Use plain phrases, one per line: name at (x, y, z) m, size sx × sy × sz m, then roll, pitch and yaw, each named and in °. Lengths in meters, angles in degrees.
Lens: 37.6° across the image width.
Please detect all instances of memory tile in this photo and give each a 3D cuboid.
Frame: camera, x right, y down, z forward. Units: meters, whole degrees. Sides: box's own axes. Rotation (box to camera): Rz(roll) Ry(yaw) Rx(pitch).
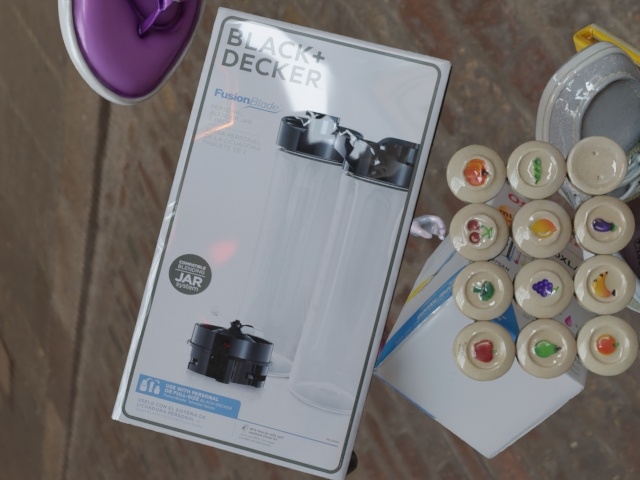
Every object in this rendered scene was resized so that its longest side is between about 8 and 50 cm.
memory tile at (0.136, 0.011, 0.578) m, size 0.012 × 0.113 × 0.148 m, roll 45°, pitch -137°, yaw -82°

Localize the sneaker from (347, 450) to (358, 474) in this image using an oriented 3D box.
sneaker at (0.010, 0.172, 0.979) m, size 0.170 × 0.089 × 0.051 m, roll 47°, pitch -171°, yaw -28°

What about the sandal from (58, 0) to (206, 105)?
sandal at (-0.143, -0.336, 0.964) m, size 0.102 × 0.169 × 0.416 m, roll -2°, pitch 63°, yaw 47°

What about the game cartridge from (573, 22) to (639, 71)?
game cartridge at (0.512, -0.145, 1.440) m, size 0.324 × 0.052 × 0.285 m, roll 61°, pitch 176°, yaw -40°

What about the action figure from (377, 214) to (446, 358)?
action figure at (0.000, 0.000, 1.238) m, size 0.276 × 0.248 × 0.370 m, roll -117°, pitch 23°, yaw -53°

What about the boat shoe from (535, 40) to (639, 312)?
boat shoe at (0.282, -0.039, 0.844) m, size 0.103 × 0.118 × 0.320 m, roll 46°, pitch 168°, yaw 48°

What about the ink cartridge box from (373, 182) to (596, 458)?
ink cartridge box at (0.201, 0.084, 1.074) m, size 0.171 × 0.233 × 0.168 m, roll 36°, pitch 131°, yaw -3°

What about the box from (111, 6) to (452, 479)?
box at (-0.025, 0.001, 0.662) m, size 0.087 × 0.169 × 0.290 m, roll 36°, pitch -111°, yaw -85°
